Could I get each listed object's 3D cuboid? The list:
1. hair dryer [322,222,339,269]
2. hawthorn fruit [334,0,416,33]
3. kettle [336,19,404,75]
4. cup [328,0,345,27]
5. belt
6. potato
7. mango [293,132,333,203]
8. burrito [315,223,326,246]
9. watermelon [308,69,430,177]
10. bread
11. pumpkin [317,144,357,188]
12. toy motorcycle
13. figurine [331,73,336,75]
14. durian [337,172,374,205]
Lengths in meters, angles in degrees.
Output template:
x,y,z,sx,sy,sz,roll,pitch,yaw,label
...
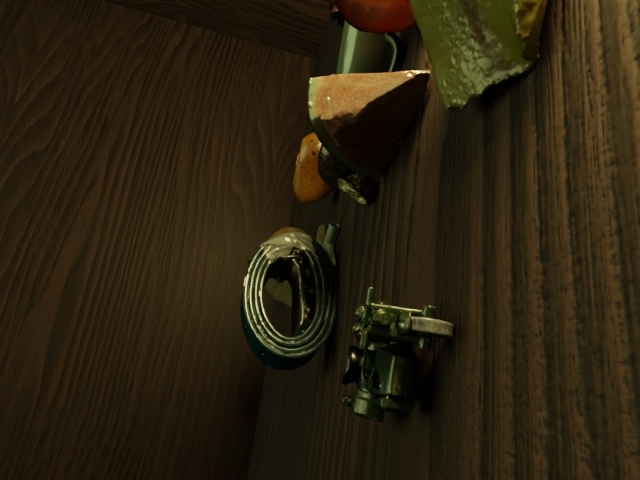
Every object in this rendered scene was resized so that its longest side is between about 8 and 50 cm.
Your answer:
x,y,z,sx,sy,sz,roll,pitch,yaw,label
0.043,0.041,1.453,0.183,0.044,0.155,-111,32,-62,hair dryer
0.154,-0.643,0.938,0.254,0.254,0.300,-91,4,-49,hawthorn fruit
0.145,-0.522,1.194,0.240,0.165,0.255,38,121,47,kettle
0.156,-0.898,1.457,0.196,0.196,0.280,-118,49,-74,cup
-0.105,0.185,1.341,0.173,0.300,0.437,115,159,-52,belt
-0.107,0.092,1.709,0.237,0.300,0.289,-47,-42,-42,potato
-0.010,-0.277,1.632,0.160,0.191,0.290,-89,17,-73,mango
0.000,0.000,1.704,0.055,0.041,0.149,-51,23,40,burrito
0.110,-0.351,1.000,0.292,0.283,0.250,-44,55,30,watermelon
0.186,-0.402,0.588,0.233,0.244,0.362,145,139,-74,bread
0.087,-0.262,1.230,0.219,0.162,0.219,-60,-11,-21,pumpkin
0.105,0.198,0.682,0.275,0.127,0.205,125,157,-74,toy motorcycle
0.111,-0.578,1.543,0.185,0.127,0.234,13,83,64,figurine
0.107,-0.152,1.145,0.071,0.110,0.140,-54,13,1,durian
